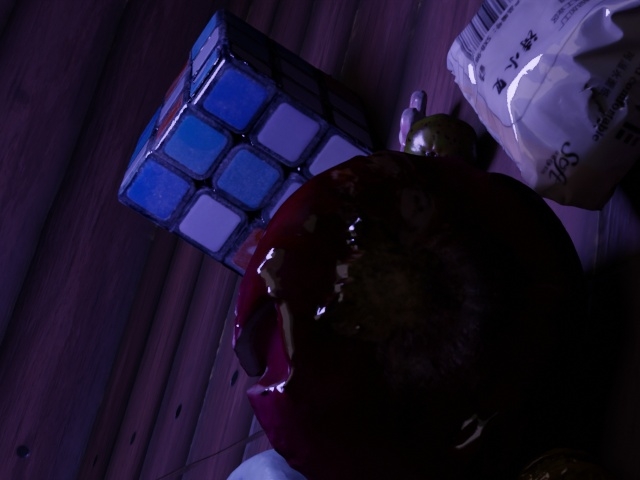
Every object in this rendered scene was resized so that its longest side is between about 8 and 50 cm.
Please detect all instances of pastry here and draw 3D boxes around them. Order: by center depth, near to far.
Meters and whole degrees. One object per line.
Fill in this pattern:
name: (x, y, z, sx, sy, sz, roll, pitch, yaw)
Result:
pastry: (0.238, 0.249, 1.136, 0.109, 0.097, 0.057, -23, 19, 8)

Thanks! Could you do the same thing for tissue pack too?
tissue pack: (0.320, -0.254, 1.353, 0.375, 0.195, 0.390, -57, 26, 24)

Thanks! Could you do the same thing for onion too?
onion: (0.078, 0.126, 1.322, 0.420, 0.398, 0.398, 120, 165, -59)

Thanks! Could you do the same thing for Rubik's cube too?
Rubik's cube: (-0.140, -0.176, 2.222, 0.359, 0.362, 0.363, -56, 18, 17)

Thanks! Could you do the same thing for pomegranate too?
pomegranate: (0.186, -0.137, 1.750, 0.114, 0.114, 0.142, -57, -8, 26)

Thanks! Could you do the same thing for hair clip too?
hair clip: (0.143, -0.113, 1.840, 0.146, 0.075, 0.257, 64, -153, -56)

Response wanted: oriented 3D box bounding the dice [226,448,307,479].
dice: (0.004, 0.409, 1.323, 0.264, 0.268, 0.262, -63, 20, 7)
